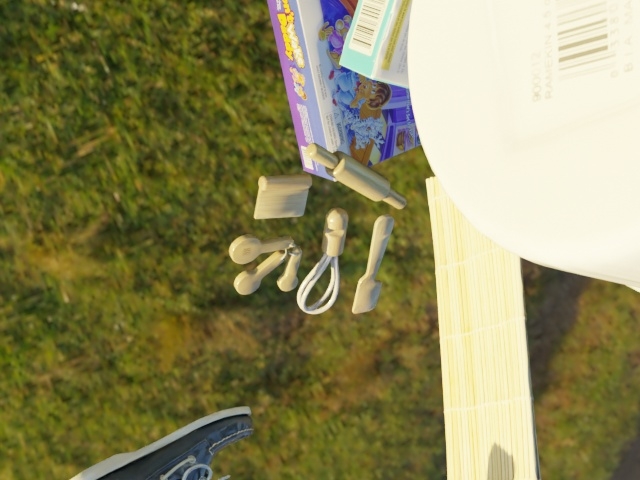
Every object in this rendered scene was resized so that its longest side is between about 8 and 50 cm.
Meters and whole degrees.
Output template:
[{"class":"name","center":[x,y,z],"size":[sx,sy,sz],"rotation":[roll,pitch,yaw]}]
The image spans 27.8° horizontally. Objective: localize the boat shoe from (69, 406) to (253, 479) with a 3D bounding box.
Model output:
[{"class":"boat shoe","center":[-0.165,0.252,1.390],"size":[0.254,0.079,0.095],"rotation":[-20,162,-43]}]

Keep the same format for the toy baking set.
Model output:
[{"class":"toy baking set","center":[0.003,-0.006,1.453],"size":[0.256,0.030,0.197],"rotation":[22,113,-42]}]

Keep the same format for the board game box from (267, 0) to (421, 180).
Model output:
[{"class":"board game box","center":[0.059,-0.280,1.635],"size":[0.233,0.078,0.347],"rotation":[-24,116,-26]}]

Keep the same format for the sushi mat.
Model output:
[{"class":"sushi mat","center":[0.139,0.081,1.129],"size":[0.019,0.317,0.151],"rotation":[4,165,-24]}]

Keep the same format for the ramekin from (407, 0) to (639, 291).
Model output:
[{"class":"ramekin","center":[0.169,-0.105,0.641],"size":[0.135,0.277,0.277],"rotation":[5,131,-39]}]

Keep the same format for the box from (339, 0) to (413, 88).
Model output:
[{"class":"box","center":[0.143,-0.185,1.248],"size":[0.244,0.060,0.101],"rotation":[10,104,-36]}]
